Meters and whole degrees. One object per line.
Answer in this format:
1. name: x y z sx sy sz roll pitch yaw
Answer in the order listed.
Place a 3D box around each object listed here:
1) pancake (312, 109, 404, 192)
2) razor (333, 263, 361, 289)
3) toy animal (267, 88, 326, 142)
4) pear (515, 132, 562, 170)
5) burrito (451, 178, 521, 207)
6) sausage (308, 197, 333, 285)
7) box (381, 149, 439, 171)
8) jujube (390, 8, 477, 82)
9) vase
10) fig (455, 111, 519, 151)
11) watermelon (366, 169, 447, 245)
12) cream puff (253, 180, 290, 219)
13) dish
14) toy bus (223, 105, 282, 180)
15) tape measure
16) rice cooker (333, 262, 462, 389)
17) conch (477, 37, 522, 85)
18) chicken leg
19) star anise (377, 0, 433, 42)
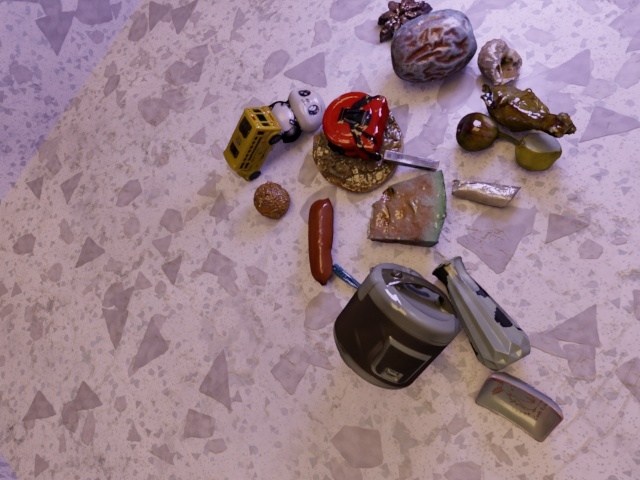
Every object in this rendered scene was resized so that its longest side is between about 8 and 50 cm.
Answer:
1. pancake: 0.147 -0.381 1.616 0.383 0.071 0.381 -4 76 15
2. razor: 0.134 0.173 1.490 0.253 0.042 0.081 41 124 26
3. toy animal: -0.092 -0.529 1.691 0.235 0.165 0.187 -25 84 12
4. pear: 0.730 -0.291 1.367 0.141 0.104 0.140 1 50 -1
5. burrito: 0.571 -0.168 1.414 0.226 0.060 0.086 15 77 22
6. sausage: 0.000 0.000 1.548 0.094 0.097 0.347 8 73 -22
7. box: 0.335 -0.295 1.505 0.208 0.050 0.041 11 82 2
8. jujube: 0.415 -0.720 1.518 0.308 0.246 0.215 -19 51 29
9. vase: 0.501 0.226 1.290 0.165 0.165 0.359 -32 63 9
10. fig: 0.610 -0.372 1.434 0.246 0.149 0.149 12 79 0
11. watermelon: 0.336 -0.109 1.452 0.302 0.151 0.263 -2 77 37
12. cream puff: -0.205 -0.169 1.662 0.166 0.115 0.149 10 83 21
13. dish: 0.591 0.478 1.203 0.213 0.077 0.151 28 131 24
14. toy bus: -0.295 -0.388 1.663 0.145 0.151 0.331 57 135 16
15. tape measure: 0.132 -0.436 1.535 0.261 0.114 0.252 12 80 17
16. rice cooker: 0.239 0.253 1.244 0.335 0.335 0.325 44 115 24
17. conch: 0.657 -0.645 1.469 0.156 0.130 0.207 -6 55 15
18. chicken leg: 0.706 -0.417 1.358 0.361 0.212 0.140 54 140 43
19. star anise: 0.348 -0.926 1.679 0.236 0.109 0.222 -10 68 19
